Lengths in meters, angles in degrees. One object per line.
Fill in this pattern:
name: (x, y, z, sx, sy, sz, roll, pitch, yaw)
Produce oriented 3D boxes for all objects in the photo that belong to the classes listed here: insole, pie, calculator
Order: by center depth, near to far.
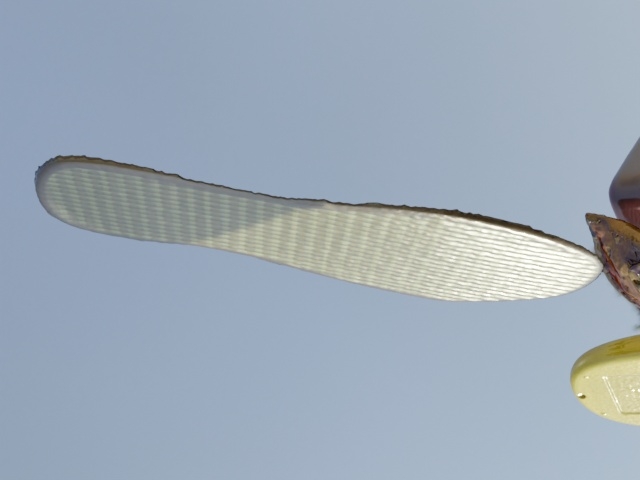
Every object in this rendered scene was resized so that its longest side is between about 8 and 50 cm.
insole: (0.000, 0.000, 0.430, 0.253, 0.086, 0.005, 10, -119, -5)
pie: (0.250, 0.040, 0.609, 0.033, 0.191, 0.088, -44, -55, -18)
calculator: (0.359, 0.136, 0.926, 0.146, 0.235, 0.032, 55, -141, -37)

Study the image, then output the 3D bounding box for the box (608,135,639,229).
box: (0.347, 0.009, 0.696, 0.193, 0.167, 0.294, -49, -63, -36)
